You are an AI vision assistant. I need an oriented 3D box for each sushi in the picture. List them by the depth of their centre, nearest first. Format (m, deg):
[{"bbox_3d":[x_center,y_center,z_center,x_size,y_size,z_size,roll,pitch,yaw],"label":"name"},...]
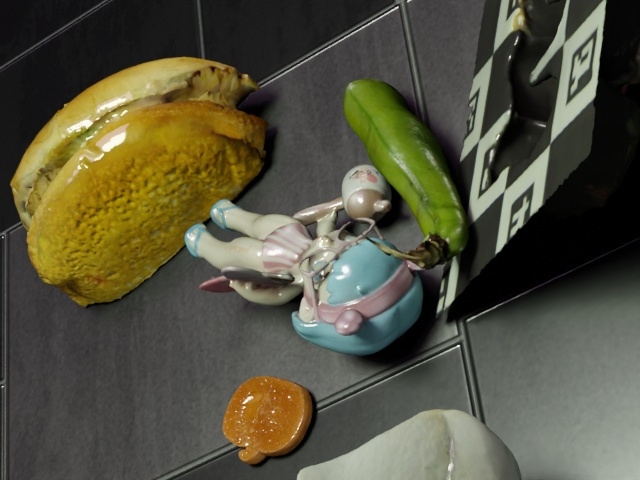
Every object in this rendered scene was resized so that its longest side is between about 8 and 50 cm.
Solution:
[{"bbox_3d":[0.211,-0.143,1.356,0.296,0.100,0.373,125,158,-60],"label":"sushi"}]

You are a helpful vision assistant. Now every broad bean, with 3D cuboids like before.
[{"bbox_3d":[0.068,-0.062,1.419,0.056,0.098,0.318,-50,19,18],"label":"broad bean"}]

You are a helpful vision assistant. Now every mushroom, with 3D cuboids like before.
[{"bbox_3d":[0.074,0.322,1.178,0.177,0.126,0.397,-27,51,34],"label":"mushroom"}]

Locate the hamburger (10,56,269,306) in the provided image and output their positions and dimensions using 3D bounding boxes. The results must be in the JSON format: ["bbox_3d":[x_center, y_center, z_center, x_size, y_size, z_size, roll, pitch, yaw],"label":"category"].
[{"bbox_3d":[-0.187,-0.074,1.622,0.283,0.156,0.144,-42,44,16],"label":"hamburger"}]

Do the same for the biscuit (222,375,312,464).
[{"bbox_3d":[-0.046,0.154,1.461,0.091,0.015,0.078,12,75,45],"label":"biscuit"}]

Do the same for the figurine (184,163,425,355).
[{"bbox_3d":[-0.001,0.014,1.466,0.205,0.103,0.260,-32,32,-31],"label":"figurine"}]
